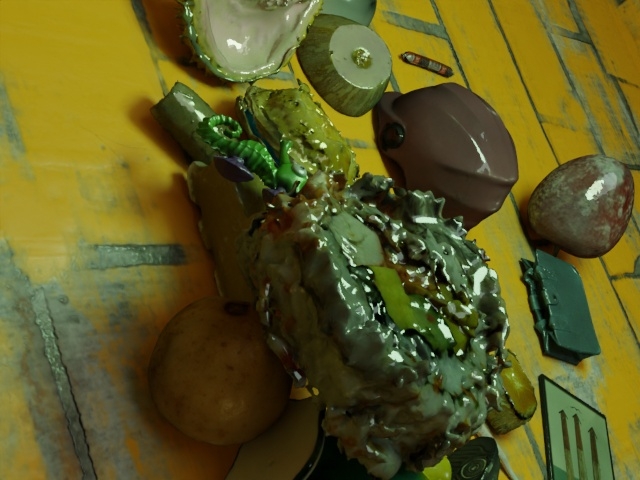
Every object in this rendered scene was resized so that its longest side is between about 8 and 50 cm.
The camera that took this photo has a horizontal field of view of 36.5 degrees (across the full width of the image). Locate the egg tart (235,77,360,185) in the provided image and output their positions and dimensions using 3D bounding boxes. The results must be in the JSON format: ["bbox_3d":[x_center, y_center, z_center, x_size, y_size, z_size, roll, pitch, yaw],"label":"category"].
[{"bbox_3d":[-0.021,-0.162,1.552,0.291,0.107,0.291,46,15,-16],"label":"egg tart"}]

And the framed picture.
[{"bbox_3d":[0.520,0.452,1.930,0.244,0.013,0.324,33,44,-33],"label":"framed picture"}]

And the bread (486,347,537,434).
[{"bbox_3d":[0.338,0.273,1.783,0.128,0.069,0.140,-23,81,-55],"label":"bread"}]

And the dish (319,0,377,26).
[{"bbox_3d":[0.061,-0.526,1.993,0.228,0.086,0.236,-1,68,-51],"label":"dish"}]

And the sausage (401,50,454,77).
[{"bbox_3d":[0.242,-0.394,2.174,0.198,0.025,0.028,6,93,-48],"label":"sausage"}]

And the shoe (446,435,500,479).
[{"bbox_3d":[0.238,0.449,1.514,0.149,0.109,0.293,55,39,-14],"label":"shoe"}]

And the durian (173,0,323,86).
[{"bbox_3d":[-0.137,-0.351,1.587,0.305,0.185,0.195,-1,86,-46],"label":"durian"}]

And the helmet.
[{"bbox_3d":[0.265,-0.190,1.917,0.271,0.197,0.338,3,65,-47],"label":"helmet"}]

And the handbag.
[{"bbox_3d":[0.514,0.144,2.095,0.179,0.062,0.229,21,51,-41],"label":"handbag"}]

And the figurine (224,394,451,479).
[{"bbox_3d":[0.054,0.370,1.235,0.340,0.231,0.323,40,53,-23],"label":"figurine"}]

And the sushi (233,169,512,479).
[{"bbox_3d":[0.077,0.090,1.193,0.417,0.176,0.417,34,35,-29],"label":"sushi"}]

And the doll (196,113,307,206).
[{"bbox_3d":[-0.087,-0.112,1.336,0.190,0.050,0.115,32,43,-2],"label":"doll"}]

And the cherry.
[{"bbox_3d":[0.582,-0.064,2.194,0.213,0.285,0.236,33,15,24],"label":"cherry"}]

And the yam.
[{"bbox_3d":[-0.109,-0.096,1.491,0.371,0.083,0.083,44,38,-24],"label":"yam"}]

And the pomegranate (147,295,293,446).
[{"bbox_3d":[-0.124,0.169,1.218,0.196,0.196,0.196,30,45,-35],"label":"pomegranate"}]

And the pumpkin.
[{"bbox_3d":[0.065,-0.348,1.849,0.217,0.110,0.217,12,72,-40],"label":"pumpkin"}]

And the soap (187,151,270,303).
[{"bbox_3d":[0.000,0.000,1.458,0.339,0.169,0.304,-5,70,-41],"label":"soap"}]

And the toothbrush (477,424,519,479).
[{"bbox_3d":[0.310,0.366,1.718,0.307,0.029,0.025,53,43,-9],"label":"toothbrush"}]
